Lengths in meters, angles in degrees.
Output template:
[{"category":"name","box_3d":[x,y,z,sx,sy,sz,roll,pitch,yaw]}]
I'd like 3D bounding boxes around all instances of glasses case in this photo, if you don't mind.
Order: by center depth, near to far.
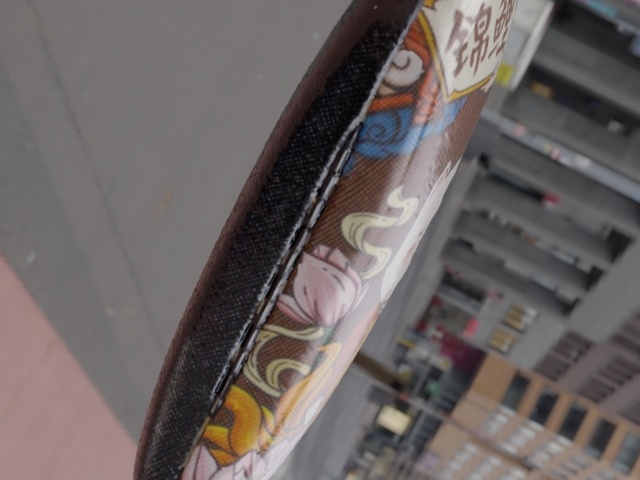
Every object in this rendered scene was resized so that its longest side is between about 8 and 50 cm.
[{"category":"glasses case","box_3d":[0.000,0.000,0.677,0.321,0.082,0.122,-63,170,21]}]
